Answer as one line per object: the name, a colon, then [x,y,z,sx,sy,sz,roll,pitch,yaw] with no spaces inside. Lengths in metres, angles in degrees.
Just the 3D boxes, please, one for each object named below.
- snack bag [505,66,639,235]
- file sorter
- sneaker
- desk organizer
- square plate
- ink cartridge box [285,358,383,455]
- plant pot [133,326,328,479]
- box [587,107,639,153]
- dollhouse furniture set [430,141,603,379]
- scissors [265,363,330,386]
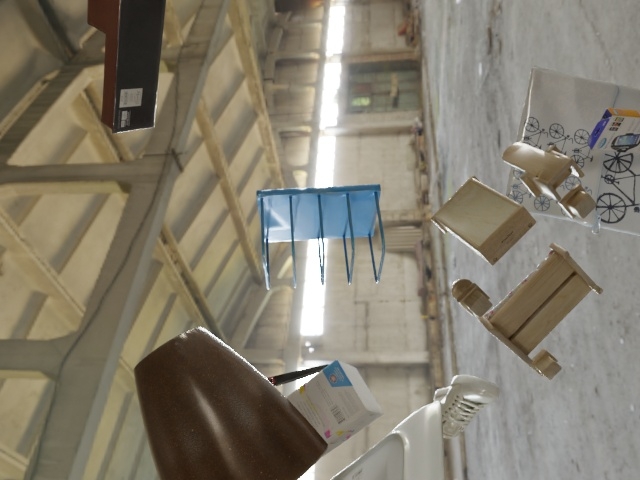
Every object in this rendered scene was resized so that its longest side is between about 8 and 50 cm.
snack bag: [0.561,-0.173,1.118,0.037,0.342,0.323,73,-148,-77]
file sorter: [0.000,0.000,0.788,0.118,0.170,0.104,91,175,-57]
sneaker: [0.330,0.397,1.303,0.290,0.106,0.123,102,-170,-63]
desk organizer: [-0.179,-0.169,0.510,0.047,0.050,0.130,-25,-40,-47]
square plate: [0.066,0.454,0.847,0.347,0.049,0.344,-52,15,34]
ink cartridge box: [0.007,0.271,0.881,0.092,0.143,0.090,57,-172,29]
plant pot: [-0.142,0.239,0.749,0.230,0.215,0.215,55,-177,10]
box: [0.571,-0.205,1.054,0.081,0.136,0.028,101,170,-46]
dollhouse furniture set: [0.399,0.037,1.063,0.355,0.303,0.174,40,-173,-28]
scissors: [-0.119,0.310,1.175,0.021,0.297,0.109,70,-159,-53]
